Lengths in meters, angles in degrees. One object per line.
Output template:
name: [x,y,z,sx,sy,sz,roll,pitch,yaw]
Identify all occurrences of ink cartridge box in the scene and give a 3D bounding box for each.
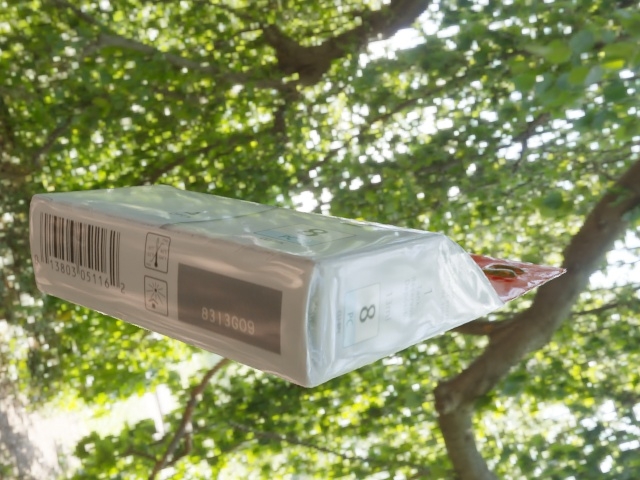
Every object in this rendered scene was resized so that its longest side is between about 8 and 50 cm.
ink cartridge box: [0.000,0.000,0.702,0.308,0.385,0.091,11,-74,39]
